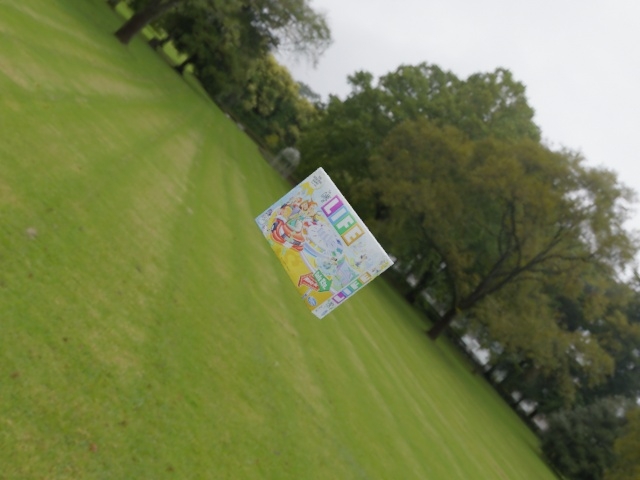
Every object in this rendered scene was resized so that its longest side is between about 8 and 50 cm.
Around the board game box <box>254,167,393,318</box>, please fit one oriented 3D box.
[{"bbox_3d":[0.000,0.000,0.810,0.154,0.103,0.026,55,6,36],"label":"board game box"}]
